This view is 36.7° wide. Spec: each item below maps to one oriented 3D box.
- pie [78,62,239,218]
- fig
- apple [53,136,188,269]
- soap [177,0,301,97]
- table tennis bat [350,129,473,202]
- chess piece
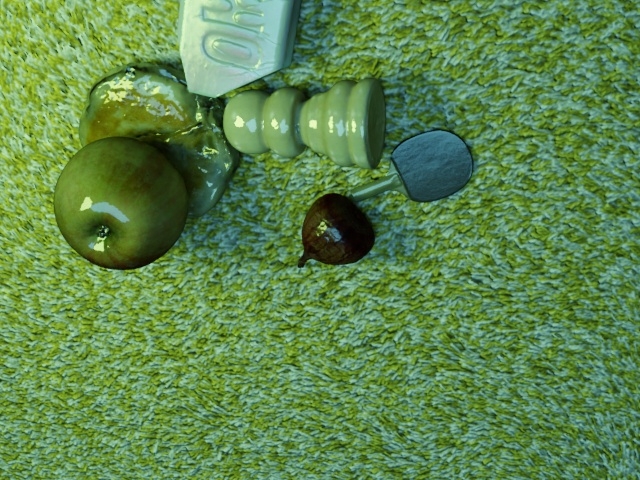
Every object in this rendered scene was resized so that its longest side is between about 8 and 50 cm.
[{"bbox_3d":[-0.320,-0.195,1.911,0.338,0.077,0.339,4,120,7],"label":"pie"},{"bbox_3d":[0.000,0.000,1.900,0.201,0.134,0.146,-30,95,31],"label":"fig"},{"bbox_3d":[-0.381,-0.061,1.821,0.256,0.234,0.257,7,126,9],"label":"apple"},{"bbox_3d":[-0.144,-0.431,1.744,0.208,0.115,0.347,15,116,6],"label":"soap"},{"bbox_3d":[0.174,-0.127,1.859,0.246,0.022,0.138,-21,107,19],"label":"table tennis bat"},{"bbox_3d":[-0.038,-0.221,1.797,0.299,0.167,0.167,3,114,16],"label":"chess piece"}]
